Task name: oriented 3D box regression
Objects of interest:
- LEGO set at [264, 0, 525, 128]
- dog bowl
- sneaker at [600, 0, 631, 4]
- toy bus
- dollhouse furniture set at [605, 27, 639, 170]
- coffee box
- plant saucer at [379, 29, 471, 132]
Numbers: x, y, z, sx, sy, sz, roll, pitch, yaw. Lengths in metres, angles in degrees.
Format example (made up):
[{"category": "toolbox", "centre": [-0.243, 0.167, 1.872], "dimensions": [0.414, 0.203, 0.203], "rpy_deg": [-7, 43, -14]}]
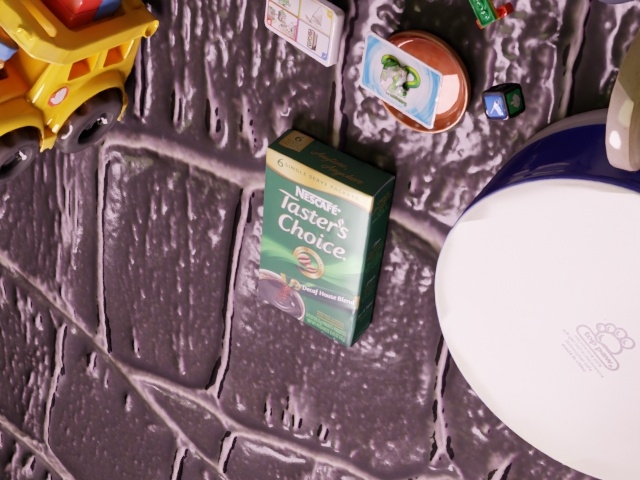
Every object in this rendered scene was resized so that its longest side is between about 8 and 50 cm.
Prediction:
[{"category": "LEGO set", "centre": [0.063, -0.188, 0.783], "dimensions": [0.244, 0.060, 0.182], "rpy_deg": [37, 138, 30]}, {"category": "dog bowl", "centre": [0.219, 0.045, 0.776], "dimensions": [0.264, 0.104, 0.265], "rpy_deg": [22, 133, 26]}, {"category": "sneaker", "centre": [0.169, -0.278, 0.563], "dimensions": [0.131, 0.112, 0.319], "rpy_deg": [5, 125, 41]}, {"category": "toy bus", "centre": [-0.246, -0.173, 0.921], "dimensions": [0.149, 0.220, 0.211], "rpy_deg": [48, 133, 6]}, {"category": "dollhouse furniture set", "centre": [0.303, 0.000, 0.465], "dimensions": [0.362, 0.256, 0.394], "rpy_deg": [16, 150, 28]}, {"category": "coffee box", "centre": [0.000, 0.000, 0.971], "dimensions": [0.113, 0.040, 0.184], "rpy_deg": [28, 135, 21]}, {"category": "plant saucer", "centre": [0.078, -0.123, 0.832], "dimensions": [0.083, 0.013, 0.084], "rpy_deg": [21, 132, 25]}]
